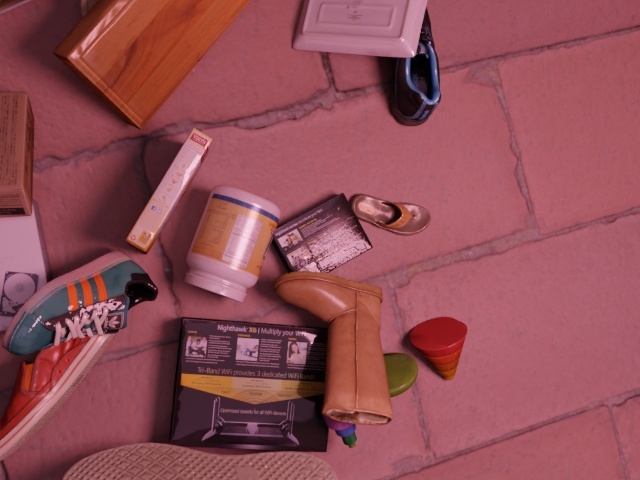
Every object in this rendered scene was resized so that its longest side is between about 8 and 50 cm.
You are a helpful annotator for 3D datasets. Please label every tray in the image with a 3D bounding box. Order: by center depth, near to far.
[{"bbox_3d":[-0.291,-0.435,1.364,0.411,0.076,0.203,-53,137,-10],"label":"tray"},{"bbox_3d":[0.075,-0.454,1.453,0.271,0.030,0.145,10,82,21],"label":"tray"}]

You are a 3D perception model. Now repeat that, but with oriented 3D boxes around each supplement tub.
[{"bbox_3d":[-0.174,0.007,1.383,0.144,0.144,0.199,21,83,-11],"label":"supplement tub"}]

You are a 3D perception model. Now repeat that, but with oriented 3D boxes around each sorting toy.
[{"bbox_3d":[0.166,0.300,1.453,0.366,0.127,0.126,-31,118,-26],"label":"sorting toy"}]

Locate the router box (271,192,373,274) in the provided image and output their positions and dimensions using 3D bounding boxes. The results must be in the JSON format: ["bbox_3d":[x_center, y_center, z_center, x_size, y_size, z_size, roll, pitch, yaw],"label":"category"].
[{"bbox_3d":[0.000,0.000,1.473,0.179,0.046,0.133,-29,93,-13],"label":"router box"}]

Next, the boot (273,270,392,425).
[{"bbox_3d":[0.022,0.198,1.343,0.236,0.089,0.269,8,57,-11],"label":"boot"}]

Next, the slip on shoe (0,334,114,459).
[{"bbox_3d":[-0.515,0.266,1.308,0.101,0.123,0.331,36,74,-1],"label":"slip on shoe"}]

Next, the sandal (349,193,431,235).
[{"bbox_3d":[0.150,-0.056,1.509,0.180,0.049,0.072,15,83,-12],"label":"sandal"}]

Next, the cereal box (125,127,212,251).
[{"bbox_3d":[-0.286,-0.088,1.349,0.047,0.173,0.240,31,81,-9],"label":"cereal box"}]

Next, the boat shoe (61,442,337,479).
[{"bbox_3d":[-0.213,0.478,1.295,0.500,0.187,0.156,7,113,-20],"label":"boat shoe"}]

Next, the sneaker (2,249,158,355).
[{"bbox_3d":[-0.411,0.122,1.263,0.121,0.108,0.302,34,38,12],"label":"sneaker"}]

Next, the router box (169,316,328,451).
[{"bbox_3d":[-0.132,0.284,1.408,0.309,0.081,0.242,7,86,-12],"label":"router box"}]

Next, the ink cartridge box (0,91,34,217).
[{"bbox_3d":[-0.619,-0.153,1.272,0.193,0.088,0.234,-4,58,-12],"label":"ink cartridge box"}]

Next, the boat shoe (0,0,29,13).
[{"bbox_3d":[-0.633,-0.444,1.322,0.320,0.118,0.103,-39,91,-19],"label":"boat shoe"}]

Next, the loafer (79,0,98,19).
[{"bbox_3d":[-0.414,-0.475,1.379,0.092,0.102,0.268,-6,87,-7],"label":"loafer"}]

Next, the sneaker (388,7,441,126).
[{"bbox_3d":[0.197,-0.420,1.496,0.125,0.140,0.340,-11,88,-11],"label":"sneaker"}]

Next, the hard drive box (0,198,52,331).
[{"bbox_3d":[-0.598,0.053,1.312,0.181,0.089,0.232,-12,89,-14],"label":"hard drive box"}]
